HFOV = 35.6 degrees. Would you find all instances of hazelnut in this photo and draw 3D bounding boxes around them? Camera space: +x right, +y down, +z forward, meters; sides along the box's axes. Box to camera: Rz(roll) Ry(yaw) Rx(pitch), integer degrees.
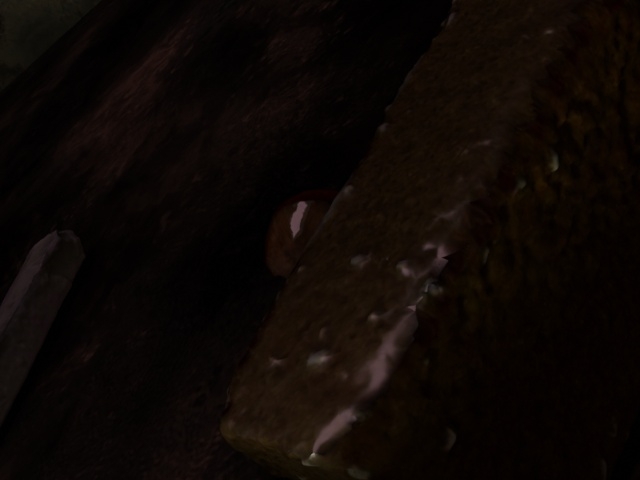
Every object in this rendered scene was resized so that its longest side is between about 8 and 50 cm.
[{"bbox_3d":[0.000,0.000,0.718,0.086,0.086,0.086,-35,29,23],"label":"hazelnut"}]

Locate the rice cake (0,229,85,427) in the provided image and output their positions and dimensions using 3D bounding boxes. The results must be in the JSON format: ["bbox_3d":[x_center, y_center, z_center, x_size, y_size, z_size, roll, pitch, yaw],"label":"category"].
[{"bbox_3d":[-0.334,0.129,1.040,0.072,0.056,0.365,-26,34,36],"label":"rice cake"}]

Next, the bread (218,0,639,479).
[{"bbox_3d":[0.119,-0.040,0.495,0.113,0.165,0.416,-2,50,53],"label":"bread"}]
